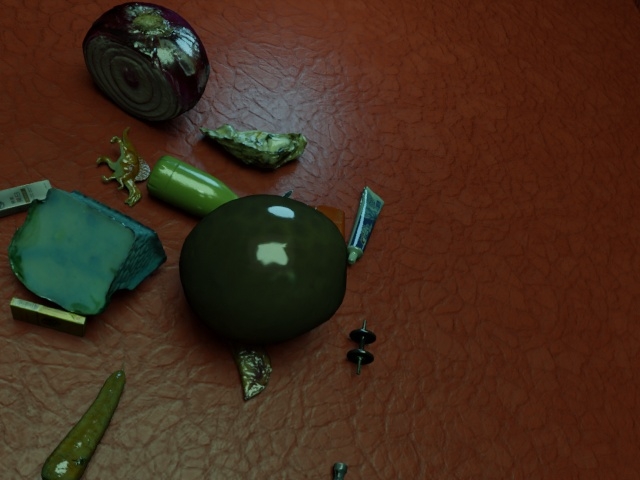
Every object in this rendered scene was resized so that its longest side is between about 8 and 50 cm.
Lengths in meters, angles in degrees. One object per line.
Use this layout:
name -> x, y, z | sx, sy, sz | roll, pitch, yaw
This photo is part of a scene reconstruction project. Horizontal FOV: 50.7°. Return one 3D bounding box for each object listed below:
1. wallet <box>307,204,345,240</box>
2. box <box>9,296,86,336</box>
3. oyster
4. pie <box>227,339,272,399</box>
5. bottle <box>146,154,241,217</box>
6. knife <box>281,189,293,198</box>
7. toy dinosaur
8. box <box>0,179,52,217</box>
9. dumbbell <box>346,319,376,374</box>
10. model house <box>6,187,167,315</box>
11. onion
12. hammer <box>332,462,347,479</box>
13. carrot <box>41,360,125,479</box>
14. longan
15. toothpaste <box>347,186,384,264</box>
wallet -> 0.000, 0.000, 1.806 | 0.142, 0.045, 0.204 | 9, 57, -15
box -> -0.584, 0.166, 1.453 | 0.155, 0.087, 0.023 | 17, 56, -10
oyster -> -0.190, -0.269, 1.887 | 0.294, 0.094, 0.166 | 14, 37, -1
pie -> -0.162, 0.280, 1.578 | 0.092, 0.034, 0.170 | -14, 65, -23
bottle -> -0.304, -0.118, 1.721 | 0.260, 0.112, 0.112 | 25, 54, -5
knife -> -0.122, -0.090, 1.837 | 0.023, 0.010, 0.170 | 42, 53, 0
toy dinosaur -> -0.488, -0.201, 1.739 | 0.142, 0.057, 0.212 | 34, 54, -12
box -> -0.738, -0.087, 1.580 | 0.218, 0.039, 0.055 | -20, 70, -29
dumbbell -> 0.102, 0.262, 1.668 | 0.069, 0.069, 0.147 | 18, 55, -10
model house -> -0.514, 0.023, 1.539 | 0.261, 0.241, 0.226 | 27, 97, 11
onion -> -0.440, -0.485, 1.808 | 0.336, 0.282, 0.260 | 25, 50, 11
hammer -> 0.153, 0.601, 1.498 | 0.289, 0.037, 0.137 | 20, 54, -8
carrot -> -0.466, 0.369, 1.390 | 0.078, 0.078, 0.298 | 27, 50, -4
longan -> -0.124, 0.062, 1.548 | 0.404, 0.336, 0.404 | 2, 24, -1
toothpaste -> 0.120, -0.038, 1.878 | 0.069, 0.047, 0.268 | 17, 51, 5
